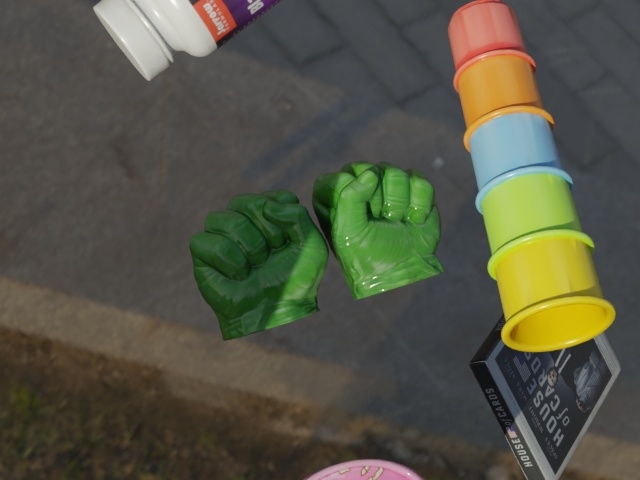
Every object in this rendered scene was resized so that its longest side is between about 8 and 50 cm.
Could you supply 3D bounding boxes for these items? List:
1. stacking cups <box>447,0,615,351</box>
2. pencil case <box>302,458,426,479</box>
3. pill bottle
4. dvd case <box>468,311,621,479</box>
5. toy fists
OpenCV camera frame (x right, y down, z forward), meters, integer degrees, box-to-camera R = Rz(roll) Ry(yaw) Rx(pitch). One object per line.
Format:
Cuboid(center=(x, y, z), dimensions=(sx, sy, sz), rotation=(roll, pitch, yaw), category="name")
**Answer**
Cuboid(center=(0.171, -0.068, 1.336), dimensions=(0.096, 0.096, 0.316), rotation=(8, 59, -30), category="stacking cups")
Cuboid(center=(0.029, 0.307, 1.441), dimensions=(0.160, 0.386, 0.167), rotation=(39, 75, 11), category="pencil case")
Cuboid(center=(-0.096, -0.227, 1.355), dimensions=(0.193, 0.108, 0.108), rotation=(-38, 81, -4), category="pill bottle")
Cuboid(center=(0.262, 0.144, 1.801), dimensions=(0.179, 0.029, 0.239), rotation=(61, 40, -18), category="dvd case")
Cuboid(center=(0.000, 0.000, 1.635), dimensions=(0.279, 0.096, 0.142), rotation=(-17, 90, -18), category="toy fists")
